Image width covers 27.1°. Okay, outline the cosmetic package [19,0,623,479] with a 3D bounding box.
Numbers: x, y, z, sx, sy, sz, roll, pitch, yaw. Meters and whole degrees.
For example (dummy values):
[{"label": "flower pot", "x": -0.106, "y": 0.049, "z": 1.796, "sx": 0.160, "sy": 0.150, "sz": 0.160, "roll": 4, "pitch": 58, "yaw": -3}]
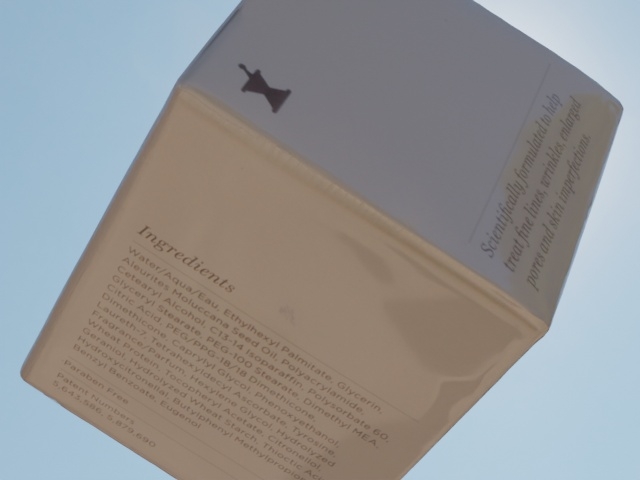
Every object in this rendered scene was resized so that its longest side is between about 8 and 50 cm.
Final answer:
[{"label": "cosmetic package", "x": 0.000, "y": 0.000, "z": 0.543, "sx": 0.151, "sy": 0.151, "sz": 0.183, "roll": 34, "pitch": -47, "yaw": -4}]
